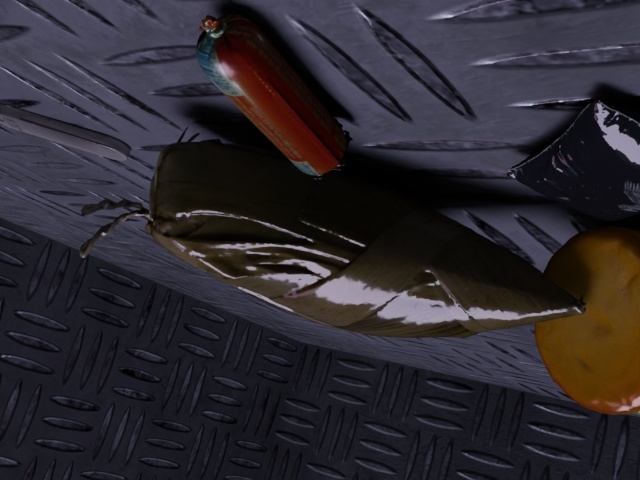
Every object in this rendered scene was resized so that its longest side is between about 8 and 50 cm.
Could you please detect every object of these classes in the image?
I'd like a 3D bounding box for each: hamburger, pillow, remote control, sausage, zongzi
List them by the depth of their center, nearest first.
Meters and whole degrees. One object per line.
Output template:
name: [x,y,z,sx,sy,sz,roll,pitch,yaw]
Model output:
pillow: [0.282,-0.070,0.772,0.141,0.055,0.208,24,167,-3]
sausage: [-0.050,-0.151,0.816,0.083,0.083,0.264,10,164,28]
hamburger: [0.391,0.095,0.954,0.170,0.246,0.246,2,177,-31]
zongzi: [0.006,-0.021,0.981,0.500,0.218,0.467,22,165,-33]
remote control: [-0.441,-0.182,1.331,0.245,0.022,0.077,17,165,2]
